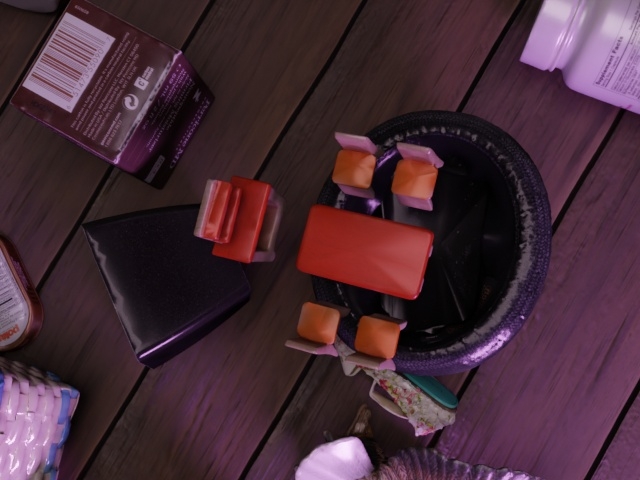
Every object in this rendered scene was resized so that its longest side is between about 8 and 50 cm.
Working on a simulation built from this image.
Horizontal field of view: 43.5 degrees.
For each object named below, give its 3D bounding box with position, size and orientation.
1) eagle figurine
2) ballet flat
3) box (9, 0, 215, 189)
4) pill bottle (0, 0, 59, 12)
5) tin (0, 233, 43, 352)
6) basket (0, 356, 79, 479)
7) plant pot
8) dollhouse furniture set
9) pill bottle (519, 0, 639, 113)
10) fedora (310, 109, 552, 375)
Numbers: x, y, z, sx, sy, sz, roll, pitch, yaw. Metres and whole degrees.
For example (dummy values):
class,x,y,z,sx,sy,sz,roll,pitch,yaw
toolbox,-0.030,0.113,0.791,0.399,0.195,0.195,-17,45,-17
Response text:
class,x,y,z,sx,sy,sz,roll,pitch,yaw
eagle figurine,0.126,0.336,0.991,0.298,0.226,0.225,32,53,33
ballet flat,0.078,0.173,1.084,0.241,0.091,0.077,43,114,12
box,-0.273,-0.193,1.094,0.167,0.203,0.168,29,87,8
pill bottle,-0.412,-0.488,1.162,0.162,0.162,0.278,13,85,7
tin,-0.479,0.073,1.169,0.106,0.040,0.189,-29,82,6
basket,-0.479,0.255,1.022,0.201,0.289,0.254,11,83,42
plant pot,-0.194,0.048,1.078,0.167,0.188,0.187,-24,81,-9
dollhouse furniture set,0.000,0.000,0.941,0.259,0.135,0.262,13,86,19
pill bottle,0.421,-0.254,1.057,0.283,0.160,0.160,22,86,7
fedora,0.146,0.007,1.047,0.334,0.152,0.334,-2,81,16
